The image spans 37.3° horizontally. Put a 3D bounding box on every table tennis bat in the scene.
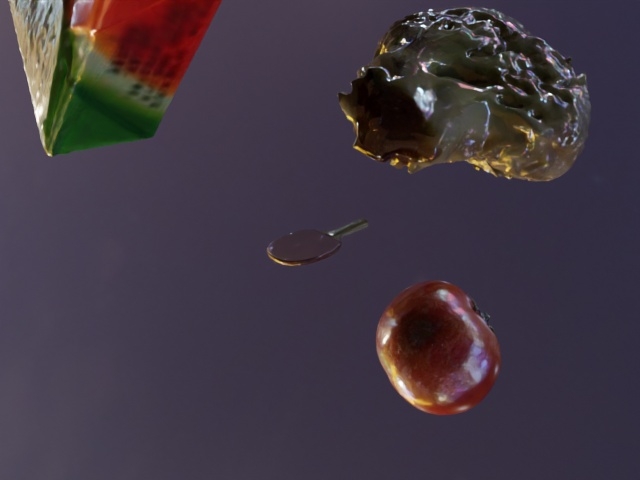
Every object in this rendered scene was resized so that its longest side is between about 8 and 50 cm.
[{"bbox_3d":[0.000,0.000,1.286,0.156,0.013,0.087,-23,-150,-31],"label":"table tennis bat"}]

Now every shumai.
[{"bbox_3d":[0.176,-0.207,1.284,0.346,0.283,0.217,44,-64,28],"label":"shumai"}]

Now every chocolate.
[{"bbox_3d":[-0.259,-0.337,1.166,0.341,0.161,0.360,-53,-133,39],"label":"chocolate"}]

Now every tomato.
[{"bbox_3d":[0.131,0.119,1.085,0.139,0.091,0.159,-32,-108,8],"label":"tomato"}]
